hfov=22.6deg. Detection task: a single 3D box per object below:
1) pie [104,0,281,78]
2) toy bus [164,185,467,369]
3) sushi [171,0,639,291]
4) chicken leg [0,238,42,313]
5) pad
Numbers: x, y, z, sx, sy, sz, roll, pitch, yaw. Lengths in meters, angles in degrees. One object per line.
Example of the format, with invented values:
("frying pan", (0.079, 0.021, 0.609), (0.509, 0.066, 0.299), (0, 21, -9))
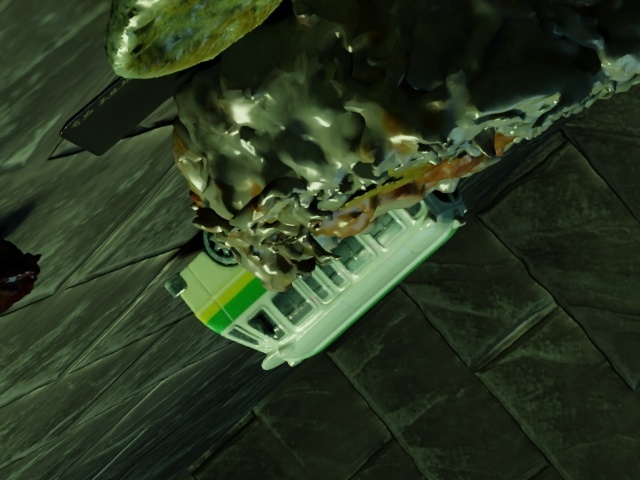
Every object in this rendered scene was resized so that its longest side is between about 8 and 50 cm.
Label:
("pie", (-0.045, -0.158, 0.876), (0.187, 0.041, 0.187), (-39, 172, -7))
("toy bus", (0.000, 0.000, 1.554), (0.276, 0.164, 0.134), (-44, 171, 22))
("sushi", (0.071, -0.117, 1.122), (0.418, 0.175, 0.417), (-30, -179, 1))
("chicken leg", (-0.312, 0.103, 1.014), (0.322, 0.083, 0.177), (-37, -179, -5))
("pad", (-0.098, -0.111, 1.041), (0.157, 0.003, 0.112), (-40, 172, 2))
